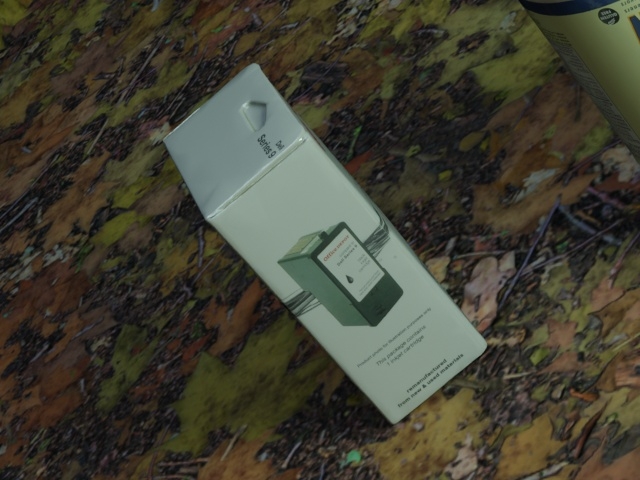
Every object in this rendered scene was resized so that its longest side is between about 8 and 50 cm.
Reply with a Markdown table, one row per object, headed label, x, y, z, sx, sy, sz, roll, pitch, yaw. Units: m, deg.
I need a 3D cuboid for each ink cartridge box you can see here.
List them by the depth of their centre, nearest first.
| label | x | y | z | sx | sy | sz | roll | pitch | yaw |
| --- | --- | --- | --- | --- | --- | --- | --- | --- | --- |
| ink cartridge box | 0.000 | 0.000 | 1.796 | 0.121 | 0.289 | 0.211 | -40 | 28 | 3 |

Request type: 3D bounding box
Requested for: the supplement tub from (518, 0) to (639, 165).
| label | x | y | z | sx | sy | sz | roll | pitch | yaw |
| --- | --- | --- | --- | --- | --- | --- | --- | --- | --- |
| supplement tub | 0.321 | -0.188 | 1.621 | 0.235 | 0.325 | 0.235 | -31 | 29 | 20 |
